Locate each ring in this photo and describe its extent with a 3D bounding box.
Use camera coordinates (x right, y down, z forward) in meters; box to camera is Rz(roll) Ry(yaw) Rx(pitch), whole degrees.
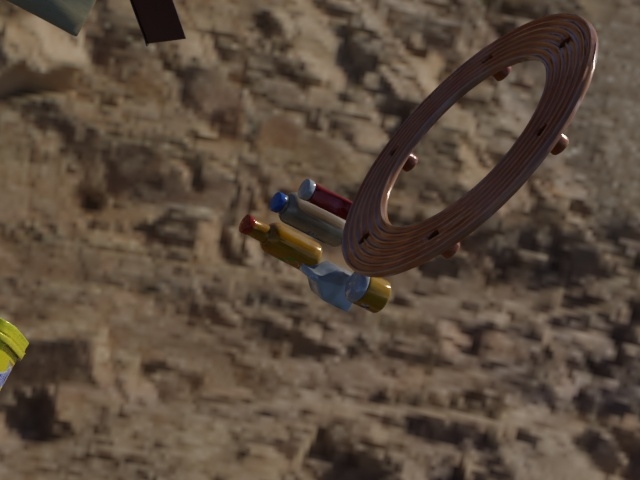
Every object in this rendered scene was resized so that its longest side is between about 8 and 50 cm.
[{"bbox_3d":[0.149,-0.091,1.530,0.032,0.336,0.336,41,7,-19],"label":"ring"}]

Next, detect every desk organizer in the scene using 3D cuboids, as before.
[{"bbox_3d":[-0.186,-0.287,1.721,0.050,0.130,0.047,-5,35,19],"label":"desk organizer"}]

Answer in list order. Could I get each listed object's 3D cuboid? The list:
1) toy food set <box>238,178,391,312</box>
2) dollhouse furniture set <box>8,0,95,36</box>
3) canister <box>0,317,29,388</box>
[{"bbox_3d":[0.000,0.000,1.743,0.104,0.111,0.232,27,5,-25],"label":"toy food set"},{"bbox_3d":[-0.221,-0.314,1.260,0.161,0.242,0.212,30,3,42],"label":"dollhouse furniture set"},{"bbox_3d":[-0.419,0.171,1.805,0.073,0.170,0.126,25,-15,7],"label":"canister"}]
